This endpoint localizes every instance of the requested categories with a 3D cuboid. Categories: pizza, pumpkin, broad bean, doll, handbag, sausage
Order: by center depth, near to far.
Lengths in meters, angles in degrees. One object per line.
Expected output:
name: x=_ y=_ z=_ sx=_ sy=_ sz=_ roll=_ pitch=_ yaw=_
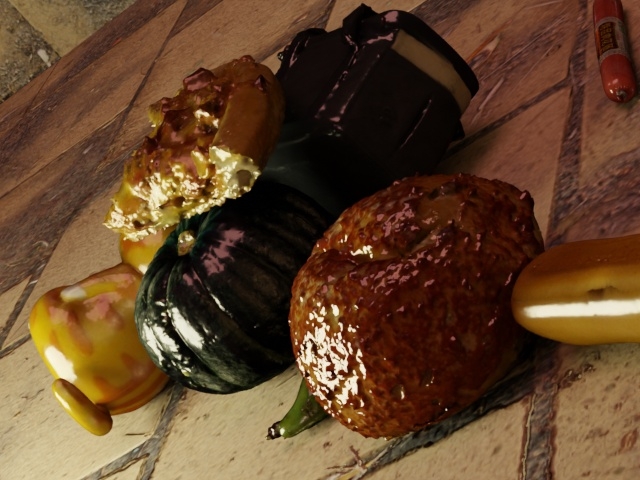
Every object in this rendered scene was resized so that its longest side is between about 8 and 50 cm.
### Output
broad bean: x=0.020 y=0.101 z=1.566 sx=0.195 sy=0.046 sz=0.061 roll=-52 pitch=24 yaw=-22
pumpkin: x=-0.076 y=0.047 z=1.691 sx=0.220 sy=0.162 sz=0.220 roll=-46 pitch=15 yaw=17
sausage: x=0.282 y=-0.187 z=1.699 sx=0.034 sy=0.034 sz=0.253 roll=-35 pitch=21 yaw=21
pizza: x=-0.131 y=-0.091 z=1.728 sx=0.226 sy=0.086 sz=0.335 roll=-42 pitch=19 yaw=2
handbag: x=0.041 y=-0.124 z=1.814 sx=0.254 sy=0.181 sz=0.181 roll=-11 pitch=44 yaw=58
doll: x=-0.183 y=0.067 z=1.864 sx=0.162 sy=0.166 sz=0.269 roll=38 pitch=86 yaw=29

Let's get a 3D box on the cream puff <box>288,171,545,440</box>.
cream puff: x=0.076 y=0.041 z=1.422 sx=0.240 sy=0.164 sz=0.240 roll=-32 pitch=19 yaw=12

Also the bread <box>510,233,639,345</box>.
bread: x=0.234 y=0.035 z=1.243 sx=0.092 sy=0.074 sz=0.239 roll=-45 pitch=18 yaw=-26
